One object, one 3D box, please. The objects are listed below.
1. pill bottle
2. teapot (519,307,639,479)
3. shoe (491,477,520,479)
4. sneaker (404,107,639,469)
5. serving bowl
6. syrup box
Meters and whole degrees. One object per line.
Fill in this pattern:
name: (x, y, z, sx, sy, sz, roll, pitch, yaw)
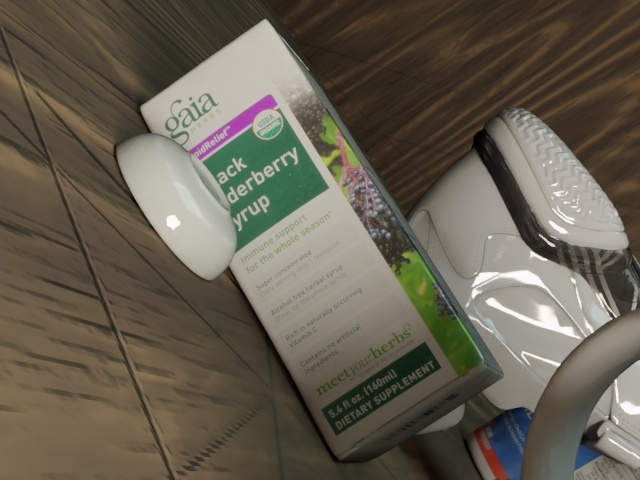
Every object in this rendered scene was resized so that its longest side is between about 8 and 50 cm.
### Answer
pill bottle: (0.266, 0.187, 1.026, 0.124, 0.221, 0.124, 55, 7, -10)
teapot: (0.143, 0.141, 0.259, 0.256, 0.187, 0.252, 28, 13, 17)
shoe: (0.136, 0.203, 0.755, 0.178, 0.063, 0.081, 57, 4, -42)
sneaker: (0.166, 0.104, 0.765, 0.366, 0.210, 0.137, 55, 7, -1)
serving bowl: (-0.066, -0.022, 0.526, 0.083, 0.027, 0.083, 56, 7, -10)
syrup box: (0.000, 0.000, 0.604, 0.237, 0.093, 0.096, 59, 8, 18)
